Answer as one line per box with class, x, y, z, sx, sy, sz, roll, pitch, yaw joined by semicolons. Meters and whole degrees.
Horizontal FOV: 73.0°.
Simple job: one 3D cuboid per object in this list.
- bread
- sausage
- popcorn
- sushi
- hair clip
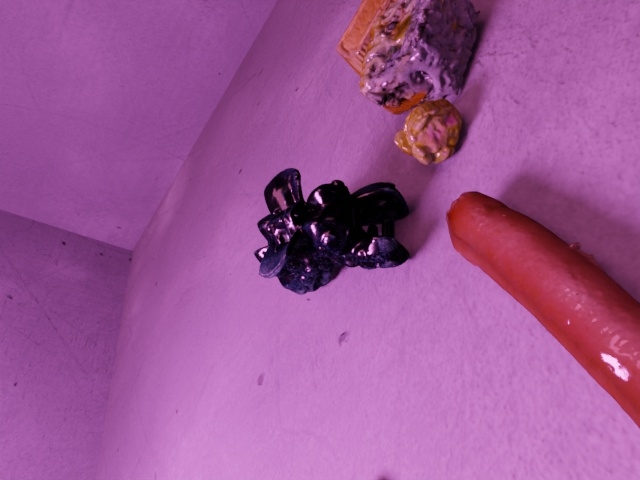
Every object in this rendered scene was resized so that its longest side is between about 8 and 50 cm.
bread;0.154;-0.490;0.929;0.288;0.119;0.152;-56;36;20
sausage;0.261;0.070;0.440;0.094;0.094;0.419;-31;37;1
popcorn;0.182;-0.184;0.716;0.109;0.097;0.089;-50;36;1
sushi;0.171;-0.337;0.787;0.184;0.139;0.274;6;78;60
hair clip;-0.002;-0.003;0.769;0.310;0.206;0.194;-26;51;47
